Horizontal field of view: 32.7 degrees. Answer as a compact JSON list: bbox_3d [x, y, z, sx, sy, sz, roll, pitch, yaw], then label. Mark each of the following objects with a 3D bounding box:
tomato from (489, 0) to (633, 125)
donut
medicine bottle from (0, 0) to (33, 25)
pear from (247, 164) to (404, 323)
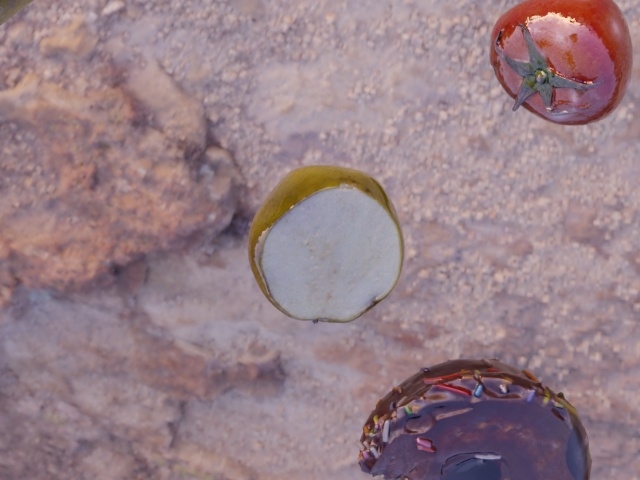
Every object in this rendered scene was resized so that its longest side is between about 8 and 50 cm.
[{"bbox_3d":[0.283,-0.211,1.242,0.167,0.167,0.167,10,140,9],"label":"tomato"},{"bbox_3d":[0.146,0.208,1.055,0.216,0.096,0.230,-36,113,7],"label":"donut"},{"bbox_3d":[-0.272,-0.151,0.675,0.088,0.188,0.132,50,175,2],"label":"medicine bottle"},{"bbox_3d":[0.000,0.000,0.934,0.141,0.141,0.104,36,180,-21],"label":"pear"}]
